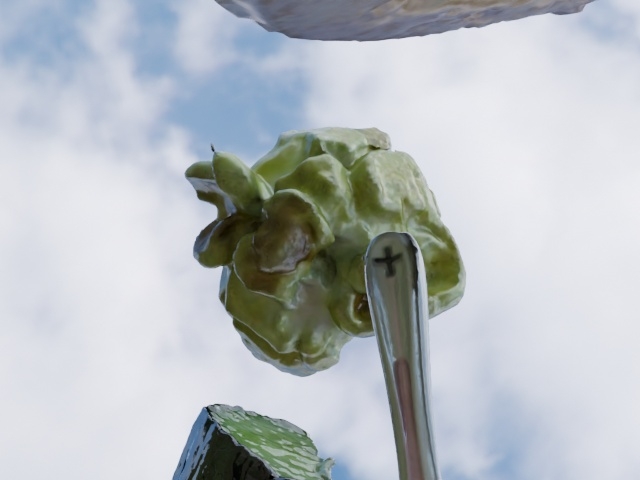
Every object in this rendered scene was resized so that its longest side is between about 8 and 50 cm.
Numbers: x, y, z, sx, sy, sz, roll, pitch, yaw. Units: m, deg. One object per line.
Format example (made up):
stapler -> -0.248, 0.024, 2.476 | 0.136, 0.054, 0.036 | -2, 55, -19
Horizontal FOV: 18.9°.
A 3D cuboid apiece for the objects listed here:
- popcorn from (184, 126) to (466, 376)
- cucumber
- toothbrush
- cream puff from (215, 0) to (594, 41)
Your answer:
popcorn -> 0.000, 0.000, 1.068 | 0.162, 0.135, 0.141 | 13, -46, -2
cucumber -> -0.040, 0.128, 0.800 | 0.062, 0.116, 0.115 | 21, -94, -7
toothbrush -> 0.028, 0.088, 0.489 | 0.017, 0.022, 0.204 | -9, -116, 8
cream puff -> 0.061, -0.204, 0.580 | 0.327, 0.343, 0.231 | -28, -106, 65
